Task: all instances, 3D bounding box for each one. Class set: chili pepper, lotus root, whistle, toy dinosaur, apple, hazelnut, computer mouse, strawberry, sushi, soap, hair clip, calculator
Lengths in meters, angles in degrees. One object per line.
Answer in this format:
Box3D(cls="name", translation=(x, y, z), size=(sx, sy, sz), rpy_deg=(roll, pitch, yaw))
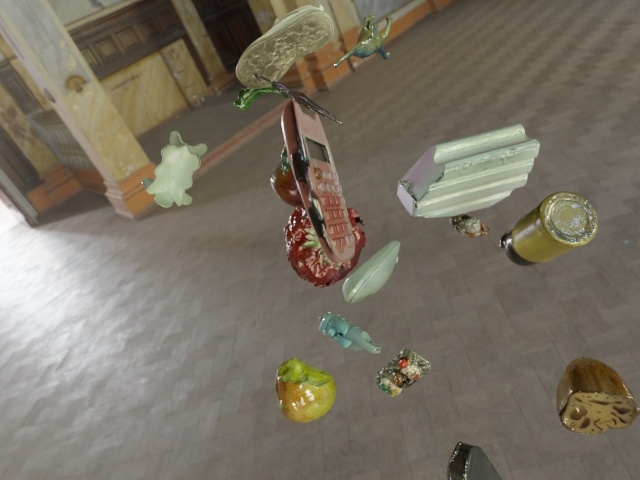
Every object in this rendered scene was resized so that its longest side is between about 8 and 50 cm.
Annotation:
Box3D(cls="chili pepper", translation=(-0.188, -0.467, 1.466), size=(0.182, 0.073, 0.050), rpy_deg=(-13, 14, 9))
Box3D(cls="lotus root", translation=(0.789, 0.444, 1.352), size=(0.188, 0.199, 0.180), rpy_deg=(6, 33, 9))
Box3D(cls="whistle", translation=(0.099, 0.337, 1.666), size=(0.273, 0.186, 0.093), rpy_deg=(24, 91, 38))
Box3D(cls="toy dinosaur", translation=(0.157, -0.627, 1.460), size=(0.076, 0.147, 0.363), rpy_deg=(27, 37, 20))
Box3D(cls="apple", translation=(-0.059, 0.576, 1.798), size=(0.226, 0.246, 0.246), rpy_deg=(-4, 25, -17))
Box3D(cls="hazelnut", translation=(-0.078, -0.227, 1.719), size=(0.217, 0.217, 0.252), rpy_deg=(-9, 29, 27))
Box3D(cls="computer mouse", translation=(0.193, 0.119, 1.618), size=(0.288, 0.159, 0.097), rpy_deg=(-36, 71, -27))
Box3D(cls="strawberry", translation=(0.000, 0.000, 1.407), size=(0.274, 0.274, 0.220), rpy_deg=(-42, 14, -26))
Box3D(cls="sushi", translation=(0.642, -0.073, 2.066), size=(0.097, 0.103, 0.226), rpy_deg=(-49, 35, -3))
Box3D(cls="soap", translation=(0.502, -0.225, 1.614), size=(0.445, 0.261, 0.156), rpy_deg=(-17, 53, -10))
Box3D(cls="hair clip", translation=(0.312, 0.550, 1.854), size=(0.138, 0.321, 0.091), rpy_deg=(35, 47, 7))
Box3D(cls="computer mouse", translation=(0.471, 0.750, 1.425), size=(0.087, 0.295, 0.168), rpy_deg=(-20, 27, 42))
Box3D(cls="calculator", translation=(0.003, -0.102, 0.913), size=(0.048, 0.330, 0.220), rpy_deg=(-18, -1, 16))

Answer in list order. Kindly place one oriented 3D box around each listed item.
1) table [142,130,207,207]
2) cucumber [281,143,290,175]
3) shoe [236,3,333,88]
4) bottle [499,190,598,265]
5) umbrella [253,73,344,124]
Box3D(cls="table", translation=(-0.453, -0.226, 1.458), size=(0.198, 0.166, 0.167), rpy_deg=(-55, 15, 31))
Box3D(cls="cucumber", translation=(-0.071, -0.235, 1.148), size=(0.037, 0.155, 0.037), rpy_deg=(16, 10, -3))
Box3D(cls="shoe", translation=(-0.104, -0.566, 1.311), size=(0.316, 0.124, 0.159), rpy_deg=(-21, 46, 25))
Box3D(cls="bottle", translation=(0.710, -0.016, 1.485), size=(0.171, 0.172, 0.351), rpy_deg=(-31, -14, -10))
Box3D(cls="umbrella", translation=(-0.025, -0.170, 0.553), size=(0.013, 0.122, 0.022), rpy_deg=(-60, 5, 28))
